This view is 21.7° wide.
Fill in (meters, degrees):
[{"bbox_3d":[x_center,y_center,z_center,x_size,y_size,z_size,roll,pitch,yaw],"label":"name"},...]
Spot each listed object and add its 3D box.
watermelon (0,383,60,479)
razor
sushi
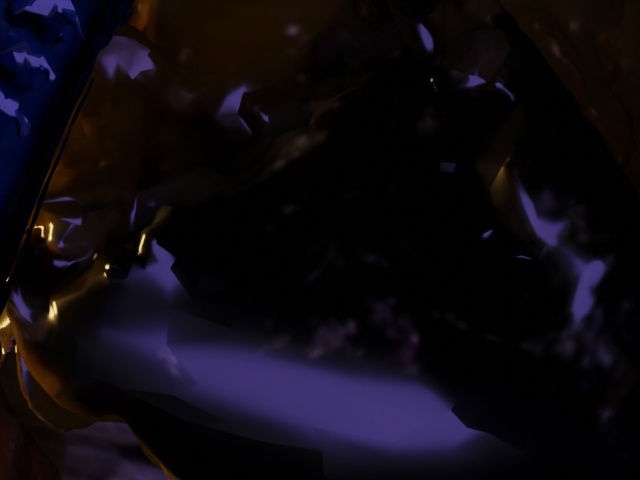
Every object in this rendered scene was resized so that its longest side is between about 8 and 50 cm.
[{"bbox_3d":[-0.237,0.127,0.692,0.292,0.319,0.222,2,99,11],"label":"watermelon"},{"bbox_3d":[-0.020,-0.096,0.327,0.093,0.324,0.056,30,180,-9],"label":"razor"},{"bbox_3d":[-0.003,-0.007,0.442,0.204,0.213,0.200,-23,98,21],"label":"sushi"}]
